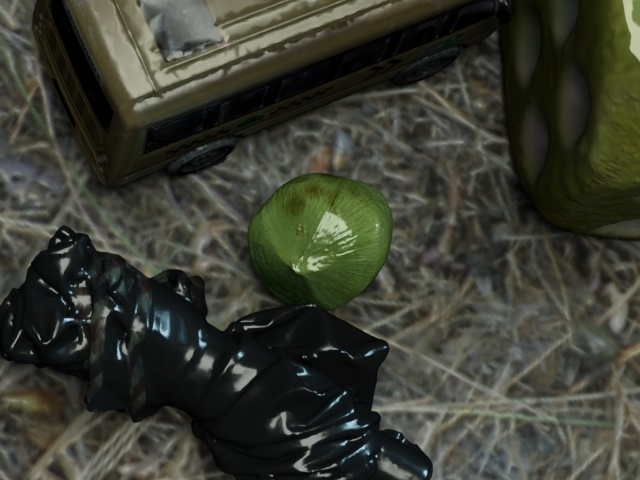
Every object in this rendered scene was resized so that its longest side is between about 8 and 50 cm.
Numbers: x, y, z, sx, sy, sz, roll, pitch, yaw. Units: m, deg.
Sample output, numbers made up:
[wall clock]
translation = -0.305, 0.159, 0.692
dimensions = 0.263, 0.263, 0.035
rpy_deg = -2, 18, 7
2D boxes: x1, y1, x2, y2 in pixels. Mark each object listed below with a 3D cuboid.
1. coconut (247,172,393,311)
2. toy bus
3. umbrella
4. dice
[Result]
[coconut]
translation = 0.000, 0.000, 1.214
dimensions = 0.088, 0.096, 0.088
rpy_deg = 6, 111, 15
[toy bus]
translation = -0.021, -0.150, 1.216
dimensions = 0.289, 0.157, 0.139
rpy_deg = -21, 81, -16
[umbrella]
translation = -0.057, 0.082, 1.179
dimensions = 0.272, 0.110, 0.122
rpy_deg = 26, 38, -5
[dice]
translation = 0.250, -0.132, 1.235
dimensions = 0.233, 0.227, 0.238
rpy_deg = -1, 77, -10
